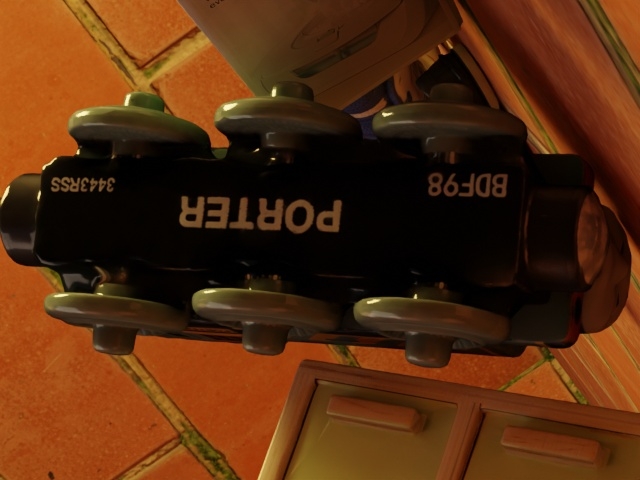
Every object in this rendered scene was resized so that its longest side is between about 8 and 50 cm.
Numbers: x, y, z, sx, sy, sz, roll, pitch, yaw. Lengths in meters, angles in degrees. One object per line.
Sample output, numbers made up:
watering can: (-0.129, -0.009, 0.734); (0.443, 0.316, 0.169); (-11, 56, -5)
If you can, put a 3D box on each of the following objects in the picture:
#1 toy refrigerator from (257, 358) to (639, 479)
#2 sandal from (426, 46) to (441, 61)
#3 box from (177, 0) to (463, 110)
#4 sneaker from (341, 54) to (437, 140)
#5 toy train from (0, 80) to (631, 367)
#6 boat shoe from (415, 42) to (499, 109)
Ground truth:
toy refrigerator: (0.104, 0.138, 0.910); (0.269, 0.102, 0.094); (7, 155, 29)
sandal: (-0.010, -0.213, 1.315); (0.265, 0.076, 0.102); (56, -178, 28)
box: (-0.062, -0.223, 0.964); (0.262, 0.126, 0.231); (57, -175, 28)
sneaker: (0.025, -0.094, 1.198); (0.296, 0.112, 0.131); (56, -163, -27)
toy train: (0.000, 0.000, 0.962); (0.190, 0.334, 0.142); (24, -111, -65)
boat shoe: (0.105, -0.070, 1.176); (0.133, 0.042, 0.049); (51, -177, -39)
